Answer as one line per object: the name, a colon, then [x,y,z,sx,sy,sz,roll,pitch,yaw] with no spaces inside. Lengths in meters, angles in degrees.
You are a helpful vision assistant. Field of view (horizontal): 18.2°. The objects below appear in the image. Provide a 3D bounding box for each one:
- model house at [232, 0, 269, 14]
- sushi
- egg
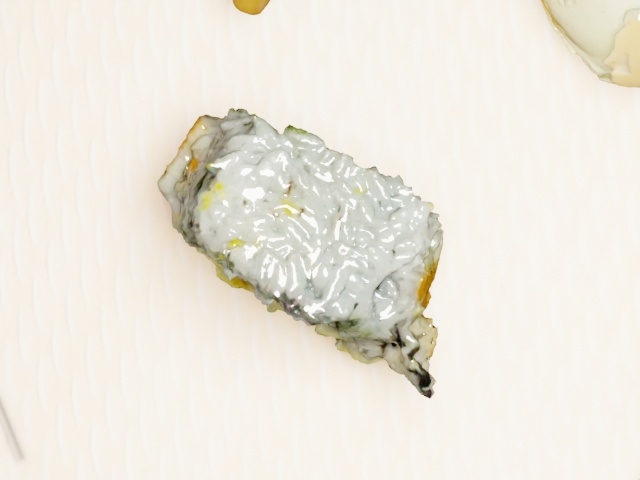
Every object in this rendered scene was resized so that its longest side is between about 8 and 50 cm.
model house: [-0.024,-0.336,1.645,0.271,0.190,0.301,15,100,1]
sushi: [0.000,0.000,1.580,0.274,0.184,0.139,29,87,4]
egg: [0.294,-0.228,1.584,0.244,0.201,0.201,-15,83,-10]
